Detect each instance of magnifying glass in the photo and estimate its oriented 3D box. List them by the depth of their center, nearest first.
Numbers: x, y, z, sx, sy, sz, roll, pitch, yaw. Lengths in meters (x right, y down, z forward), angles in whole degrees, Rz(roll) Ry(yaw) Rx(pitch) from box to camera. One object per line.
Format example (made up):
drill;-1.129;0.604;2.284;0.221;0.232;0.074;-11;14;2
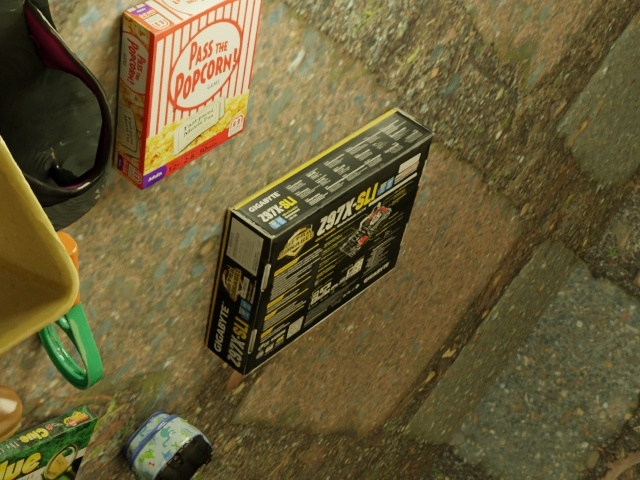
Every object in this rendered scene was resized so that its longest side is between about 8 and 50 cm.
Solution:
magnifying glass;-0.251;0.071;1.295;0.026;0.092;0.231;-33;155;-30

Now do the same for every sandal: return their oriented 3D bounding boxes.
sandal;-0.245;-0.113;1.036;0.167;0.107;0.446;-45;156;-18

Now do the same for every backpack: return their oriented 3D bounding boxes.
backpack;-0.202;0.275;1.698;0.105;0.084;0.114;-47;161;-15

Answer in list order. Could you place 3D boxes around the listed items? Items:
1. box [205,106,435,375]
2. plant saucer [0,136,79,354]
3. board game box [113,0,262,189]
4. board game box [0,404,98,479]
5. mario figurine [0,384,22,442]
box;0.000;0.000;1.705;0.322;0.079;0.257;-34;149;-38
plant saucer;-0.363;-0.021;0.776;0.333;0.081;0.333;-32;117;-16
board game box;-0.129;-0.160;1.270;0.147;0.045;0.193;-35;151;-36
board game box;-0.366;0.280;1.470;0.260;0.030;0.136;-21;139;-52
mario figurine;-0.303;0.002;0.984;0.198;0.170;0.320;-8;122;0
